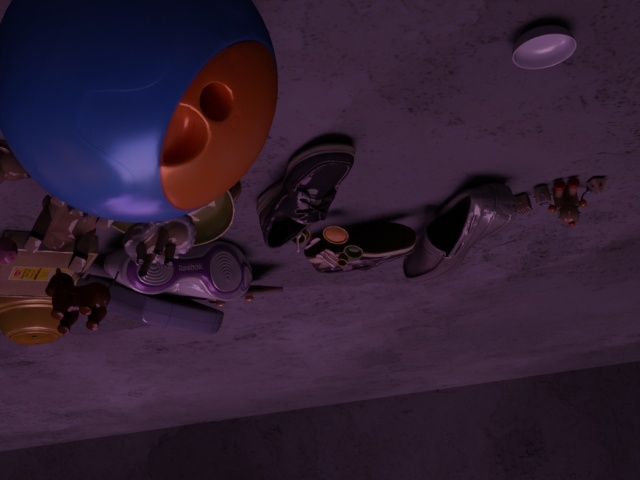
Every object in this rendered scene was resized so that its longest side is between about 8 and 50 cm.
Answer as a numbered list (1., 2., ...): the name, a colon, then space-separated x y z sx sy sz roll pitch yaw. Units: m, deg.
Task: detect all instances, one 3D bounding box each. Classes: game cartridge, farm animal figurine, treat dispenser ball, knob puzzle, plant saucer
1. game cartridge: -0.324 0.131 1.857 0.196 0.060 0.294 14 176 25
2. farm animal figurine: -0.392 -0.042 1.350 0.327 0.172 0.330 -32 122 25
3. treat dispenser ball: -0.186 -0.162 0.955 0.288 0.288 0.288 -6 159 -2
4. knob puzzle: -0.203 0.118 1.960 0.213 0.030 0.213 -4 -177 0
5. plant saucer: -0.246 -0.077 1.421 0.241 0.037 0.241 6 143 5

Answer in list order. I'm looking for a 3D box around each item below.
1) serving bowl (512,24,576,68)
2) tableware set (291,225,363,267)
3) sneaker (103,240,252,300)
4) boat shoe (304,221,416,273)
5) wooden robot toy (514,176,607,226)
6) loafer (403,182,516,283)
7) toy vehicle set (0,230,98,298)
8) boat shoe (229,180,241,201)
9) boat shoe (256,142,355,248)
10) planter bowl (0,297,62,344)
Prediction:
1. serving bowl: 0.290 -0.258 1.217 0.083 0.027 0.083 -6 160 -2
2. tableware set: 0.000 0.000 1.717 0.154 0.024 0.104 37 134 -22
3. sneaker: -0.270 0.049 1.788 0.305 0.114 0.152 9 178 -41
4. boat shoe: 0.082 0.020 1.791 0.224 0.080 0.073 -8 137 19
5. wooden robot toy: 0.444 -0.064 1.703 0.173 0.079 0.076 -11 159 9
6. loafer: 0.235 -0.012 1.741 0.112 0.112 0.319 3 149 -28
7. toy vehicle set: -0.536 0.052 1.764 0.166 0.035 0.267 5 156 -28
8. boat shoe: -0.216 -0.073 1.496 0.178 0.064 0.060 -10 161 15
9. boat shoe: -0.023 -0.069 1.525 0.103 0.092 0.285 5 156 -29
10. planter bowl: -0.607 0.167 1.970 0.217 0.090 0.217 -5 160 -2
